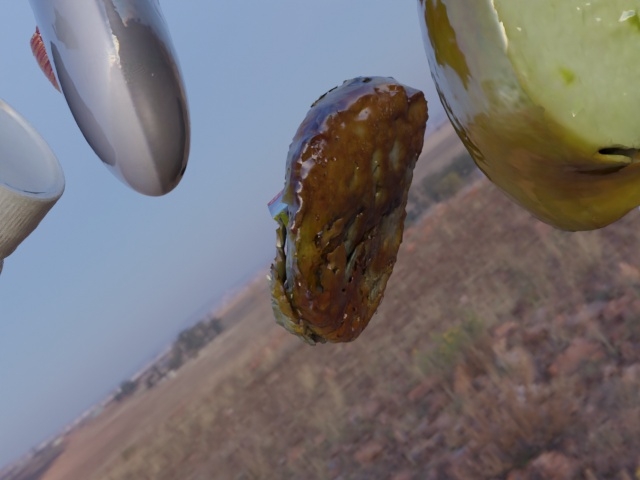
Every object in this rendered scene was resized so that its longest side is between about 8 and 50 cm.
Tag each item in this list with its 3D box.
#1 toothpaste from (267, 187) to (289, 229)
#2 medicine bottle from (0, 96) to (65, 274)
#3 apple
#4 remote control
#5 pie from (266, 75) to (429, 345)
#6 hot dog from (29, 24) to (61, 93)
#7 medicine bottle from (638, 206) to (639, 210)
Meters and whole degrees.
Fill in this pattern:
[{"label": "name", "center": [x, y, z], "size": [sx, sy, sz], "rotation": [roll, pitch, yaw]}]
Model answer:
[{"label": "toothpaste", "center": [0.000, 0.000, 1.581], "size": [0.070, 0.193, 0.044], "rotation": [-43, 33, 14]}, {"label": "medicine bottle", "center": [-0.451, 0.016, 1.111], "size": [0.371, 0.211, 0.211], "rotation": [-45, 0, 17]}, {"label": "apple", "center": [0.157, -0.174, 0.534], "size": [0.346, 0.179, 0.254], "rotation": [-58, -19, -20]}, {"label": "remote control", "center": [-0.186, -0.192, 0.899], "size": [0.103, 0.332, 0.221], "rotation": [-19, -11, -6]}, {"label": "pie", "center": [0.024, -0.022, 1.120], "size": [0.308, 0.085, 0.308], "rotation": [17, -90, -70]}, {"label": "hot dog", "center": [-0.425, -0.294, 1.735], "size": [0.062, 0.144, 0.038], "rotation": [-30, -24, -12]}, {"label": "medicine bottle", "center": [0.257, -0.182, 0.840], "size": [0.124, 0.324, 0.179], "rotation": [-7, 23, 36]}]
